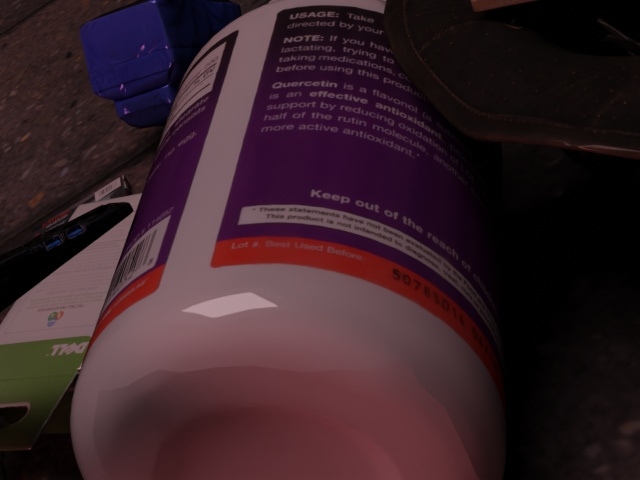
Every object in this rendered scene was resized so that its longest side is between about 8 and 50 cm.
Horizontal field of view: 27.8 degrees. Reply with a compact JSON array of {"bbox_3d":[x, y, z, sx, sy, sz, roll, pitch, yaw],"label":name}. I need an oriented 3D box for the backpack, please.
[{"bbox_3d":[-0.117,-0.143,1.025,0.098,0.101,0.120,-5,9,33],"label":"backpack"}]

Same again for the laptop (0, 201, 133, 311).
[{"bbox_3d":[-0.199,0.125,0.559,0.234,0.137,0.264,-31,1,42],"label":"laptop"}]

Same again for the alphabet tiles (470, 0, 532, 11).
[{"bbox_3d":[0.202,-0.199,0.647,0.342,0.011,0.285,-8,33,19],"label":"alphabet tiles"}]

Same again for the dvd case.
[{"bbox_3d":[-0.175,0.002,0.957,0.087,0.013,0.119,-31,32,4],"label":"dvd case"}]

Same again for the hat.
[{"bbox_3d":[0.195,-0.082,0.602,0.331,0.134,0.331,-15,30,9],"label":"hat"}]

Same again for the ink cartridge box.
[{"bbox_3d":[-0.143,0.063,0.795,0.109,0.062,0.209,-7,41,37],"label":"ink cartridge box"}]

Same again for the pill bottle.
[{"bbox_3d":[0.000,0.000,0.636,0.181,0.181,0.323,-20,34,22],"label":"pill bottle"}]
